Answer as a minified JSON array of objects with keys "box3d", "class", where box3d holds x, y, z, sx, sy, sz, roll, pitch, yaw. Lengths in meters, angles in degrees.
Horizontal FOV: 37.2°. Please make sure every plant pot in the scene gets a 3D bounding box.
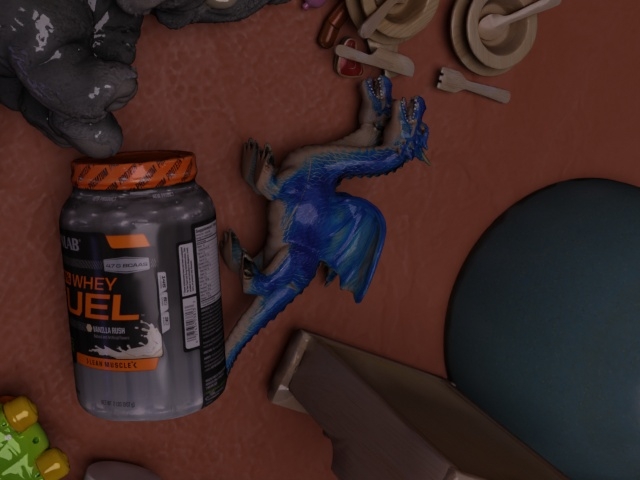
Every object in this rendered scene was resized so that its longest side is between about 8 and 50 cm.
[{"box3d":[0.283,0.099,0.836,0.290,0.195,0.290,-4,101,-19],"class":"plant pot"}]

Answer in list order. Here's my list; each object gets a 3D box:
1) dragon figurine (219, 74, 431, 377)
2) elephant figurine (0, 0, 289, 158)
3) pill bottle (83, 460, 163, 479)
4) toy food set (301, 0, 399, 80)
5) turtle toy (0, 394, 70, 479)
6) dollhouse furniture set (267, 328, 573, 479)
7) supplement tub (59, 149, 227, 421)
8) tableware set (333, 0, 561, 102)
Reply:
[{"box3d":[0.000,0.000,0.776,0.144,0.085,0.289,10,95,-21],"class":"dragon figurine"},{"box3d":[-0.143,-0.193,0.671,0.169,0.186,0.239,34,75,11],"class":"elephant figurine"},{"box3d":[-0.175,0.261,0.764,0.086,0.086,0.151,14,95,-21],"class":"pill bottle"},{"box3d":[0.023,-0.189,0.786,0.078,0.019,0.122,-15,112,-16],"class":"toy food set"},{"box3d":[-0.244,0.176,0.733,0.095,0.066,0.130,-29,109,-10],"class":"turtle toy"},{"box3d":[0.014,0.310,0.750,0.362,0.256,0.394,22,97,-27],"class":"dollhouse furniture set"},{"box3d":[-0.134,0.030,0.718,0.117,0.117,0.190,-7,102,-18],"class":"supplement tub"},{"box3d":[0.109,-0.192,0.788,0.194,0.039,0.128,9,97,-30],"class":"tableware set"}]
